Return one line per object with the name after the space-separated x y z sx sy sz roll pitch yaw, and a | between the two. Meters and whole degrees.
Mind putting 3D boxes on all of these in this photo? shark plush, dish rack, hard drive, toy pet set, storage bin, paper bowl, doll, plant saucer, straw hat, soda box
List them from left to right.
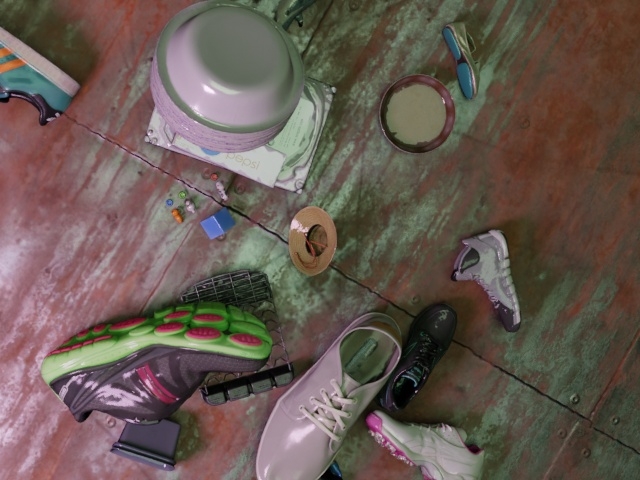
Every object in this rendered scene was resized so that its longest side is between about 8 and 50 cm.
-0.354 0.411 1.757 0.135 0.098 0.091 22 64 -11 | storage bin
-0.236 -0.061 1.735 0.122 0.065 0.114 -32 100 -5 | toy pet set
-0.180 -0.178 1.667 0.216 0.069 0.074 23 91 -10 | soda box
-0.168 -0.319 1.588 0.284 0.148 0.284 7 68 -17 | paper bowl
-0.175 0.200 1.771 0.208 0.074 0.272 -15 96 -9 | dish rack
-0.162 -0.256 1.730 0.338 0.064 0.237 19 92 -10 | hard drive
-0.052 -0.460 1.734 0.067 0.073 0.161 27 84 -42 | shark plush
-0.013 0.525 1.841 0.189 0.046 0.129 26 79 -11 | doll
0.000 0.000 1.780 0.061 0.144 0.145 -1 97 -48 | straw hat
0.204 -0.268 1.809 0.168 0.029 0.169 -1 97 -10 | plant saucer

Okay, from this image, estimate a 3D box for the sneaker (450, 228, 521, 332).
0.352 0.096 1.851 0.132 0.086 0.229 -11 87 -4 | sneaker

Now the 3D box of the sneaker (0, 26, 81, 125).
-0.617 -0.337 1.620 0.302 0.108 0.121 34 85 -13 | sneaker

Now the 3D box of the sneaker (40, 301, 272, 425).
-0.305 0.250 1.667 0.482 0.185 0.202 -11 108 19 | sneaker

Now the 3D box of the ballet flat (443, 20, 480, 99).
0.313 -0.385 1.803 0.052 0.057 0.168 -23 99 -17 | ballet flat

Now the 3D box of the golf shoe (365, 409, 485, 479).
0.231 0.438 1.853 0.306 0.115 0.140 39 79 -18 | golf shoe

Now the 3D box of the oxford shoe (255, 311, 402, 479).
0.017 0.340 1.769 0.169 0.130 0.449 37 85 -4 | oxford shoe

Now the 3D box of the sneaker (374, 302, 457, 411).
0.218 0.258 1.826 0.101 0.106 0.267 33 88 -9 | sneaker
